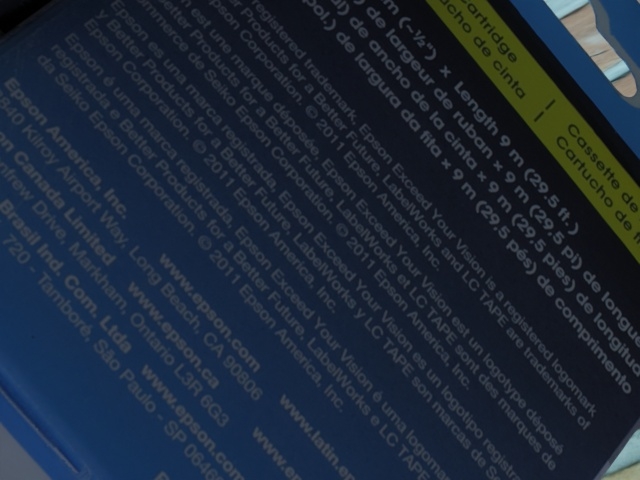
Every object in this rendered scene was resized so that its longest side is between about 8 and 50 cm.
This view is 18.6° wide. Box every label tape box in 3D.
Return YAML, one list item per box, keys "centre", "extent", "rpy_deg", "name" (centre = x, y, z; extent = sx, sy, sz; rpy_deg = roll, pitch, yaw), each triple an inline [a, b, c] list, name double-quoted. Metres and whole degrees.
- centre: [0.000, 0.000, 0.718]
  extent: [0.115, 0.249, 0.347]
  rpy_deg: [-34, -172, 47]
  name: "label tape box"

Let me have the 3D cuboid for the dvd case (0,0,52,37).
- centre: [-0.055, -0.131, 0.663]
  extent: [0.179, 0.029, 0.239]
  rpy_deg: [-40, -176, -2]
  name: "dvd case"
